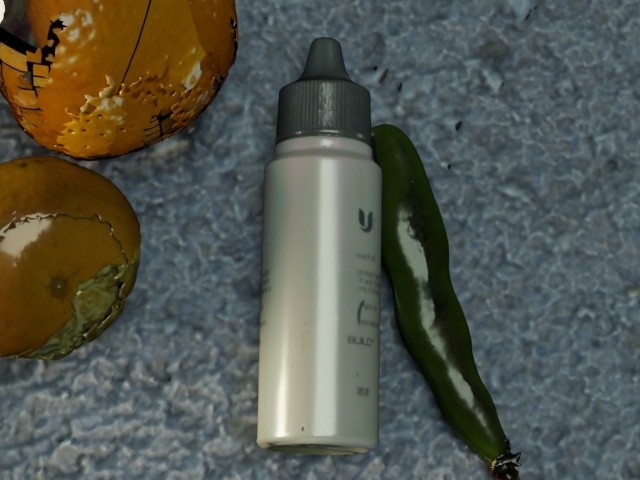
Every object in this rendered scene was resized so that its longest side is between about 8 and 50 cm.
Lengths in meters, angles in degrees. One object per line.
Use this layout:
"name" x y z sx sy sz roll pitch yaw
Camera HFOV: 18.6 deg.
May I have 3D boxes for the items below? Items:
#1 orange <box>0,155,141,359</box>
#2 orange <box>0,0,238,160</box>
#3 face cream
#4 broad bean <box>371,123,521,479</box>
"orange" -0.205 0.012 1.395 0.156 0.134 0.157 -12 122 -20
"orange" -0.161 -0.175 1.386 0.182 0.234 0.234 -12 79 19
"face cream" 0.000 0.000 1.445 0.092 0.092 0.311 2 78 -9
"broad bean" 0.083 0.049 1.473 0.060 0.043 0.298 -14 82 -23
